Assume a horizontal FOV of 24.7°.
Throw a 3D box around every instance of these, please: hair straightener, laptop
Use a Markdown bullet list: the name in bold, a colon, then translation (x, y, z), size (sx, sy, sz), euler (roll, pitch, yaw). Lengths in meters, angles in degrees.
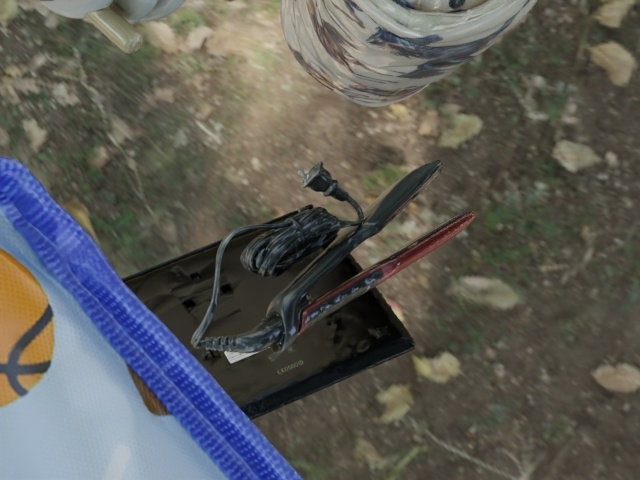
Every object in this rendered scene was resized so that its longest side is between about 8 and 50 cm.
- **hair straightener**: translation (0.000, 0.000, 0.906), size (0.230, 0.047, 0.089), euler (-31, 92, -36)
- **laptop**: translation (-0.087, 0.078, 1.153), size (0.234, 0.264, 0.137), euler (-23, 138, -15)

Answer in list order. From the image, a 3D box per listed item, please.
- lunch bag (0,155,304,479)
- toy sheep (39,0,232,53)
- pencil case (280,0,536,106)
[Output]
- **lunch bag**: translation (-0.092, 0.209, 0.482), size (0.385, 0.328, 0.239), euler (49, 54, -4)
- **toy sheep**: translation (-0.076, -0.128, 0.585), size (0.132, 0.091, 0.091), euler (-34, 116, -45)
- **pencil case**: translation (0.058, -0.207, 1.047), size (0.159, 0.410, 0.184), euler (-9, 90, -5)
